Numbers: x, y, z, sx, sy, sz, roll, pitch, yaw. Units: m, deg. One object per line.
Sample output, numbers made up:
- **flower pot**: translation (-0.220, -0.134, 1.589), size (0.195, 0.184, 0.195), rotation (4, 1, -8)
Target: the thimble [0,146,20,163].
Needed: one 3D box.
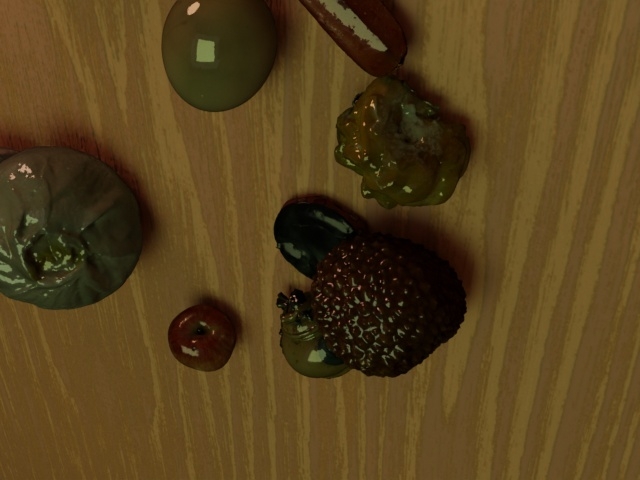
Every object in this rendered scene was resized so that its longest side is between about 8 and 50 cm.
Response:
- **thimble**: translation (-0.717, -0.093, 2.116), size (0.157, 0.217, 0.245), rotation (16, 144, 34)

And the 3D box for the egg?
- **egg**: translation (-0.166, -0.312, 1.584), size (0.186, 0.186, 0.241), rotation (35, 142, 3)

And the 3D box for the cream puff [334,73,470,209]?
- **cream puff**: translation (0.117, -0.135, 1.563), size (0.221, 0.194, 0.194), rotation (42, 137, 2)

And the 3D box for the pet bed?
- **pet bed**: translation (0.000, 0.000, 1.834), size (0.201, 0.053, 0.201), rotation (17, 132, 20)

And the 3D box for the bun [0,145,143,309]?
- **bun**: translation (-0.533, -0.010, 1.989), size (0.211, 0.362, 0.361), rotation (47, 161, 60)

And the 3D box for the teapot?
- **teapot**: translation (-0.015, 0.162, 1.890), size (0.269, 0.173, 0.182), rotation (35, 165, 53)

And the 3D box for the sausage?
- **sausage**: translation (0.010, -0.386, 1.473), size (0.330, 0.102, 0.102), rotation (47, 136, -11)

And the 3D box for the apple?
- **apple**: translation (-0.255, 0.215, 2.119), size (0.146, 0.146, 0.131), rotation (28, 161, 11)

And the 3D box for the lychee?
- **lychee**: translation (0.112, 0.103, 1.698), size (0.268, 0.267, 0.267), rotation (18, 133, 20)
